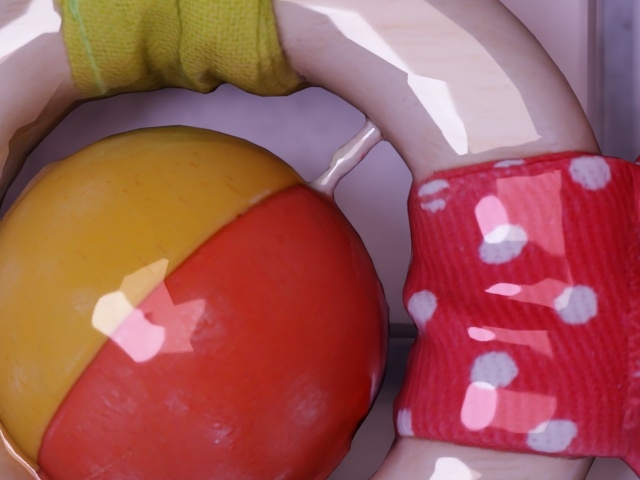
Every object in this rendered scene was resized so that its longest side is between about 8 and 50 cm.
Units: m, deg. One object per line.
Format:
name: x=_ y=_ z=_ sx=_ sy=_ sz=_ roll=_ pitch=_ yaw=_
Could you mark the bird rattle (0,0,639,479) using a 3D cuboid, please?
bird rattle: x=0.000 y=0.000 z=0.403 sx=0.253 sy=0.143 sz=0.207 roll=43 pitch=96 yaw=-3
